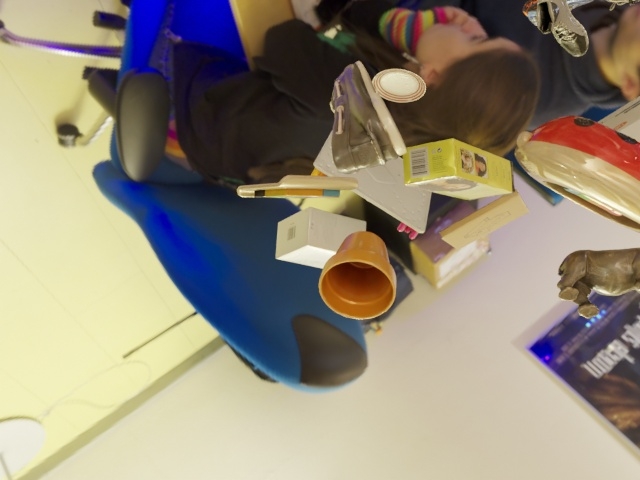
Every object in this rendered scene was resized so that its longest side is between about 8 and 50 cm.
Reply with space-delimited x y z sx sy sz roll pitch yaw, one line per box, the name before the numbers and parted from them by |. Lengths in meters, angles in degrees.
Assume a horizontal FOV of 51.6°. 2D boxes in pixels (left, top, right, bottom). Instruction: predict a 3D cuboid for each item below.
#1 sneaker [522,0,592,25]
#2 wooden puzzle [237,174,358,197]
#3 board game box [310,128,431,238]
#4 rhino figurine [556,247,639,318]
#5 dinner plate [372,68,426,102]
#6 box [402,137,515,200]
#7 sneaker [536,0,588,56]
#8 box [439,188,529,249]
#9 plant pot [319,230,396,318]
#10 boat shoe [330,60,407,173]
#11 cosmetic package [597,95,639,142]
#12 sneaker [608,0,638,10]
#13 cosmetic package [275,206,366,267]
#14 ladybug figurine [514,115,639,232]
sneaker | 0.763 -0.748 2.103 0.087 0.221 0.083 45 51 -42
wooden puzzle | -0.059 -0.123 1.633 0.220 0.238 0.044 -1 88 -34
board game box | 0.175 -0.203 2.125 0.050 0.390 0.390 -55 -174 31
rhino figurine | 0.472 0.050 0.977 0.243 0.106 0.073 -6 125 14
dinner plate | 0.206 -0.408 1.730 0.141 0.141 0.017 47 49 -58
box | 0.218 -0.104 1.020 0.232 0.087 0.058 3 82 -53
sneaker | 0.670 -0.597 1.875 0.229 0.086 0.132 52 55 -19
box | 0.396 -0.045 1.588 0.201 0.021 0.164 -31 157 17
plant pot | 0.111 0.078 1.821 0.188 0.205 0.205 -74 -179 -53
boat shoe | 0.048 -0.190 0.997 0.095 0.335 0.112 -25 114 8
cosmetic package | 0.889 -0.328 1.802 0.284 0.097 0.377 -36 -178 29
sneaker | 0.568 -0.466 1.193 0.105 0.281 0.115 -7 122 -45
cosmetic package | 0.000 0.000 2.235 0.224 0.138 0.224 12 162 -28
ladybug figurine | 0.654 -0.154 1.513 0.449 0.305 0.162 25 96 -12
